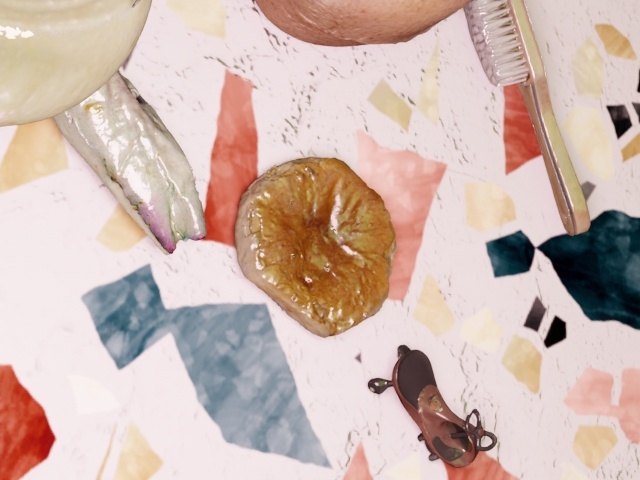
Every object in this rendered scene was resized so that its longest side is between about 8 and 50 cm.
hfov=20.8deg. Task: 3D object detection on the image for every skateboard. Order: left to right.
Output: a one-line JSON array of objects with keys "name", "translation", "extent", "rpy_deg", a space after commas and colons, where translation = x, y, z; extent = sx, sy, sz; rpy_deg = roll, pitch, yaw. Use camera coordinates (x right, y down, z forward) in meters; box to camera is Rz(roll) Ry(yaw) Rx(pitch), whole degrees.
[{"name": "skateboard", "translation": [0.127, 0.180, 1.860], "extent": [0.151, 0.080, 0.067], "rpy_deg": [53, 55, -15]}]

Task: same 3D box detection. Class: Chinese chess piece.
[{"name": "Chinese chess piece", "translation": [-0.316, -0.268, 1.561], "extent": [0.349, 0.146, 0.349], "rpy_deg": [18, 47, -21]}]

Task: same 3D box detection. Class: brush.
[{"name": "brush", "translation": [0.232, -0.157, 1.993], "extent": [0.065, 0.070, 0.328], "rpy_deg": [-20, 94, -13]}]

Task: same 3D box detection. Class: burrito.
[{"name": "burrito", "translation": [-0.212, -0.123, 1.718], "extent": [0.096, 0.066, 0.309], "rpy_deg": [-42, 102, -28]}]

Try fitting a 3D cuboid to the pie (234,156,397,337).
[{"name": "pie", "translation": [0.000, 0.000, 1.835], "extent": [0.195, 0.046, 0.195], "rpy_deg": [6, 78, -30]}]

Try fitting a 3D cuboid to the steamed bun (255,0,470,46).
[{"name": "steamed bun", "translation": [0.086, -0.308, 1.835], "extent": [0.301, 0.251, 0.199], "rpy_deg": [-41, 114, -25]}]
